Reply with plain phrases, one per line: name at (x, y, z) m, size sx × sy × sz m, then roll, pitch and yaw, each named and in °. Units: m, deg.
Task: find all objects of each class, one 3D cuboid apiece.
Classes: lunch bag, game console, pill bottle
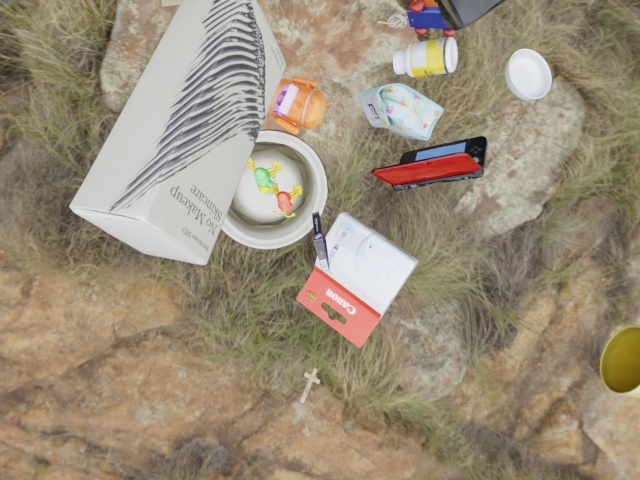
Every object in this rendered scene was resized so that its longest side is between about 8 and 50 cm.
lunch bag at (0.276, -0.480, 1.577) m, size 0.262 × 0.223 × 0.160 m, roll 21°, pitch 101°, yaw -18°
game console at (0.166, -0.129, 0.649) m, size 0.143 × 0.124 × 0.085 m, roll -5°, pitch 139°, yaw 34°
pill bottle at (0.327, -0.571, 1.351) m, size 0.183 × 0.103 × 0.103 m, roll 6°, pitch 118°, yaw 32°

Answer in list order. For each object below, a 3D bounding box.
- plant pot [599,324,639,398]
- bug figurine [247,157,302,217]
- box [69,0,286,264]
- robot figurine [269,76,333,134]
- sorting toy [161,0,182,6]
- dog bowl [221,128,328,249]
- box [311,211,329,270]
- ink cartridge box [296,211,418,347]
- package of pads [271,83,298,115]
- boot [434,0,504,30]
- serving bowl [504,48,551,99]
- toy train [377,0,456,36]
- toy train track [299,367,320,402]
plant pot at (0.615, 0.239, 0.803) m, size 0.095 × 0.134 × 0.134 m, roll 22°, pitch 111°, yaw 3°
bug figurine at (-0.196, -0.135, 1.134) m, size 0.278 × 0.072 × 0.216 m, roll 4°, pitch 156°, yaw 8°
box at (-0.134, -0.123, 0.458) m, size 0.094 × 0.276 × 0.113 m, roll 8°, pitch 160°, yaw 23°
robot figurine at (-0.076, -0.428, 1.359) m, size 0.219 × 0.158 × 0.128 m, roll 19°, pitch 135°, yaw 4°
sorting toy at (-0.385, -0.832, 1.202) m, size 0.228 × 0.041 × 0.308 m, roll 16°, pitch 112°, yaw 36°
dog bowl at (-0.186, -0.183, 1.492) m, size 0.406 × 0.150 × 0.409 m, roll -4°, pitch 111°, yaw -12°
box at (0.000, 0.000, 1.328) m, size 0.029 × 0.162 × 0.116 m, roll -11°, pitch 123°, yaw 5°
ink cartridge box at (0.107, 0.142, 1.497) m, size 0.308 × 0.091 × 0.385 m, roll 35°, pitch 103°, yaw 17°
package of pads at (-0.095, -0.378, 1.155) m, size 0.031 × 0.050 × 0.084 m, roll 25°, pitch 91°, yaw -34°
boot at (0.166, -0.585, 0.732) m, size 0.445 × 0.367 × 0.146 m, roll 45°, pitch 131°, yaw -11°
serving bowl at (0.330, -0.264, 0.695) m, size 0.083 × 0.027 × 0.084 m, roll 3°, pitch 81°, yaw -16°
toy train at (0.301, -0.691, 1.251) m, size 0.247 × 0.105 × 0.144 m, roll 17°, pitch 77°, yaw 26°
toy train track at (-0.030, 0.347, 1.032) m, size 0.048 × 0.014 × 0.083 m, roll 36°, pitch 62°, yaw -22°
